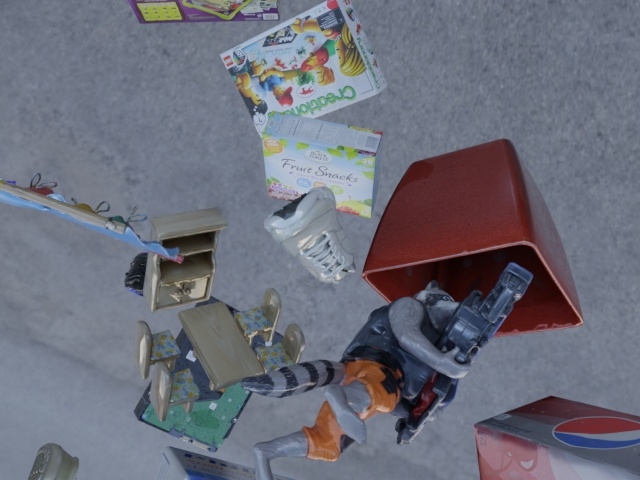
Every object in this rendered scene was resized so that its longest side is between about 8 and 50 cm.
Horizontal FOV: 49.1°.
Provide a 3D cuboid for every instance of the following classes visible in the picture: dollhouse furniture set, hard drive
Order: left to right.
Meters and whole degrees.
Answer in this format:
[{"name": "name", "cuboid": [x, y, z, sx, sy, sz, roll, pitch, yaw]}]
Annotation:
[{"name": "dollhouse furniture set", "cuboid": [-0.161, 0.094, 1.004, 0.212, 0.242, 0.161, -11, 137, -32]}, {"name": "hard drive", "cuboid": [-0.271, 0.327, 1.726, 0.236, 0.339, 0.064, 32, 173, -25]}]

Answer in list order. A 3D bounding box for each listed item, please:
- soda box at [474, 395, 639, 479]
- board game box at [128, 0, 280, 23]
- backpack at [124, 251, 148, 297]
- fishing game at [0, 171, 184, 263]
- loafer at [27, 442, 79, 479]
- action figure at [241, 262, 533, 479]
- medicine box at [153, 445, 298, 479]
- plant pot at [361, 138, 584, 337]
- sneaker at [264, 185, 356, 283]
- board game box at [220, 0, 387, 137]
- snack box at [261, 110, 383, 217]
[{"name": "soda box", "cuboid": [0.223, 0.173, 0.452, 0.263, 0.092, 0.084, 0, 97, 61]}, {"name": "board game box", "cuboid": [-0.272, -0.573, 1.610, 0.346, 0.056, 0.208, -1, 171, 1]}, {"name": "backpack", "cuboid": [-0.342, 0.081, 1.451, 0.120, 0.098, 0.101, 2, 151, 41]}, {"name": "fishing game", "cuboid": [-0.209, -0.029, 0.611, 0.189, 0.041, 0.264, 20, 174, 5]}, {"name": "loafer", "cuboid": [-0.328, 0.341, 0.871, 0.092, 0.102, 0.269, 19, 133, -12]}, {"name": "action figure", "cuboid": [0.084, 0.128, 0.825, 0.178, 0.330, 0.341, 40, 129, 17]}, {"name": "medicine box", "cuboid": [-0.113, 0.422, 1.023, 0.263, 0.149, 0.289, 20, 167, -14]}, {"name": "plant pot", "cuboid": [0.253, -0.005, 1.142, 0.267, 0.236, 0.267, -12, 142, 31]}, {"name": "sneaker", "cuboid": [0.000, 0.000, 1.053, 0.110, 0.292, 0.118, -31, 78, 6]}, {"name": "board game box", "cuboid": [-0.039, -0.339, 1.391, 0.305, 0.053, 0.193, -14, 111, 37]}, {"name": "snack box", "cuboid": [0.004, -0.137, 1.283, 0.206, 0.070, 0.175, 12, 145, 8]}]
